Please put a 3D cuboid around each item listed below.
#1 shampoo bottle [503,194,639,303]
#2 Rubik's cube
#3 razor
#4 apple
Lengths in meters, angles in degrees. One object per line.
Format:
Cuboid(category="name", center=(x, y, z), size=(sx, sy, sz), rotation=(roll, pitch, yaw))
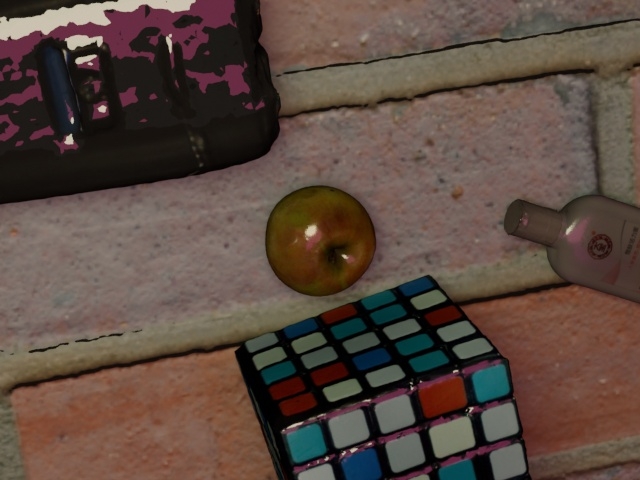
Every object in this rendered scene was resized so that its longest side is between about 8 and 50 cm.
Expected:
Cuboid(category="shampoo bottle", center=(0.235, 0.002, 1.216), size=(0.165, 0.040, 0.080), rotation=(17, 104, -19))
Cuboid(category="Rubik's cube", center=(0.053, 0.161, 1.149), size=(0.187, 0.182, 0.184), rotation=(-17, 111, -8))
Cuboid(category="razor", center=(-0.198, -0.121, 1.039), size=(0.327, 0.107, 0.189), rotation=(-10, 110, -9))
Cuboid(category="apple", center=(0.000, 0.000, 1.142), size=(0.090, 0.074, 0.089), rotation=(-5, 109, -14))
